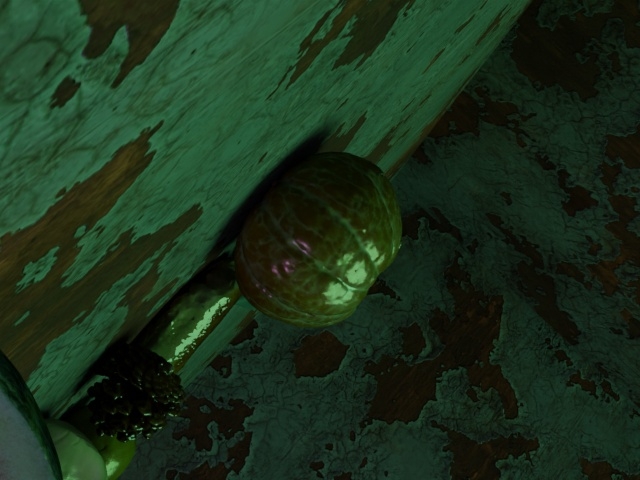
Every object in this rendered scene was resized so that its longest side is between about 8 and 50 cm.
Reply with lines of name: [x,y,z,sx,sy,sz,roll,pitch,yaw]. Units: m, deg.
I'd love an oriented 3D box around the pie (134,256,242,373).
pie: [-0.250,0.166,1.650,0.315,0.092,0.315,-48,177,-3]

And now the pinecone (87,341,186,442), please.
pinecone: [-0.307,0.256,1.429,0.173,0.173,0.173,-47,176,-4]

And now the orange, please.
orange: [0.000,0.000,1.502,0.329,0.249,0.329,-52,-177,3]

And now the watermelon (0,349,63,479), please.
watermelon: [-0.348,0.202,0.785,0.310,0.193,0.232,-33,-153,46]

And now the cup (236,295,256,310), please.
cup: [-0.116,0.063,1.761,0.148,0.134,0.235,-7,162,-29]

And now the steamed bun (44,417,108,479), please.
steamed bun: [-0.411,0.384,1.370,0.170,0.152,0.239,-61,174,-22]

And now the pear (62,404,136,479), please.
pear: [-0.409,0.368,1.569,0.149,0.149,0.162,-48,-171,10]
